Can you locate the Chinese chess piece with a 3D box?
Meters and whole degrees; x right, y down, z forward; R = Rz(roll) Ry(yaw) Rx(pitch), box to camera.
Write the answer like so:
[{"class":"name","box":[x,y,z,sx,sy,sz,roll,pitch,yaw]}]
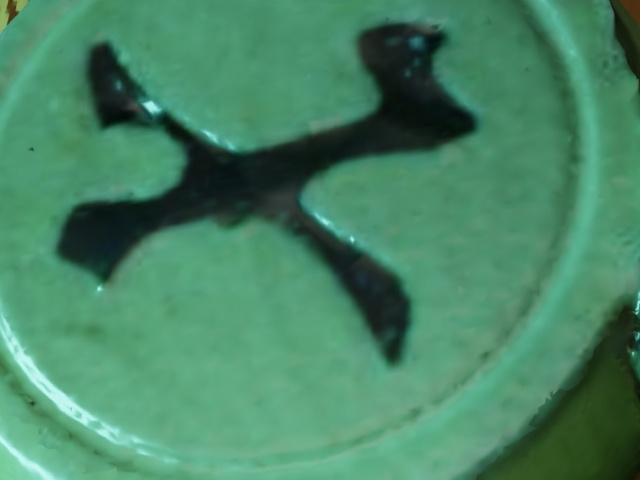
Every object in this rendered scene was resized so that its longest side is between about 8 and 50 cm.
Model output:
[{"class":"Chinese chess piece","box":[0.000,0.000,0.527,0.237,0.092,0.238,-6,62,11]}]
